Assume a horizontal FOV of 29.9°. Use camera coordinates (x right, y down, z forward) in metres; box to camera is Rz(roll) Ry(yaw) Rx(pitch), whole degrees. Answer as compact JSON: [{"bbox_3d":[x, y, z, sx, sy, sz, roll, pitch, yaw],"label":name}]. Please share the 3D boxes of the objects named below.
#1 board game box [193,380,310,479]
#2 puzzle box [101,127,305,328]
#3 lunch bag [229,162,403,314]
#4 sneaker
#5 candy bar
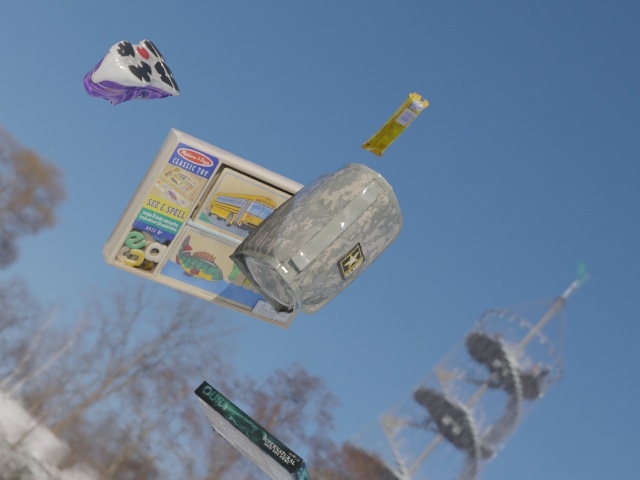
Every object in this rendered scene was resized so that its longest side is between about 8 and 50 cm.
[{"bbox_3d":[-0.089,0.277,1.636,0.186,0.026,0.126,36,-21,25],"label":"board game box"},{"bbox_3d":[-0.160,-0.012,2.205,0.408,0.272,0.052,22,18,-31],"label":"puzzle box"},{"bbox_3d":[0.000,0.000,1.987,0.169,0.235,0.287,49,-12,-6],"label":"lunch bag"},{"bbox_3d":[-0.213,-0.181,1.326,0.068,0.071,0.170,63,16,6],"label":"sneaker"},{"bbox_3d":[0.123,-0.190,1.990,0.040,0.018,0.161,29,-44,-14],"label":"candy bar"}]
